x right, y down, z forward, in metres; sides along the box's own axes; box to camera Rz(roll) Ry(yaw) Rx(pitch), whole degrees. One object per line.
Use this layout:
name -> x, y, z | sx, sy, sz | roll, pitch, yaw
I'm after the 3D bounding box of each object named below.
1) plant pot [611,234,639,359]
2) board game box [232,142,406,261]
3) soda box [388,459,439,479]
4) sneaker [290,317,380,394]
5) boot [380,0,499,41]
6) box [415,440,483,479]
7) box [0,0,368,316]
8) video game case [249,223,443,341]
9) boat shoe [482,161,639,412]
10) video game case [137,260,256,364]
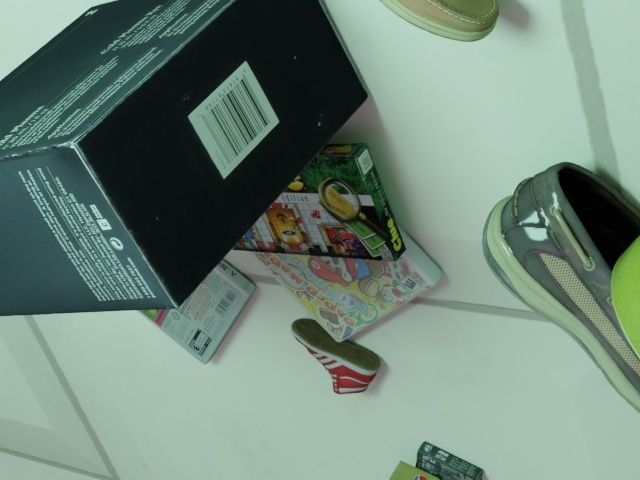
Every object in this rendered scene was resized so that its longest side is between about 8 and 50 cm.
plant pot -> 0.406, -0.014, 0.951 | 0.275, 0.275, 0.293 | 33, 126, 10
board game box -> -0.038, -0.044, 1.410 | 0.260, 0.030, 0.136 | 3, 126, 39
soda box -> 0.117, 0.359, 1.663 | 0.058, 0.061, 0.181 | 21, 147, 23
sneaker -> 0.012, 0.144, 1.578 | 0.118, 0.042, 0.067 | 29, 137, 11
boot -> 0.088, -0.279, 1.079 | 0.213, 0.077, 0.165 | 41, 140, 4
box -> 0.158, 0.293, 1.619 | 0.083, 0.018, 0.067 | 23, 139, 21
box -> -0.185, -0.100, 1.263 | 0.312, 0.343, 0.179 | -4, 125, 43
video game case -> 0.000, 0.000, 1.462 | 0.227, 0.026, 0.206 | 45, 142, -6
boat shoe -> 0.311, 0.064, 1.181 | 0.355, 0.132, 0.130 | 36, 142, 4
video game case -> -0.187, 0.056, 1.676 | 0.183, 0.023, 0.201 | 38, 143, 3
